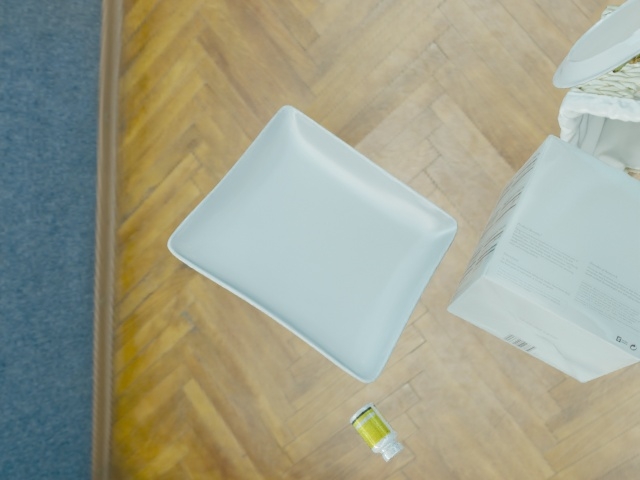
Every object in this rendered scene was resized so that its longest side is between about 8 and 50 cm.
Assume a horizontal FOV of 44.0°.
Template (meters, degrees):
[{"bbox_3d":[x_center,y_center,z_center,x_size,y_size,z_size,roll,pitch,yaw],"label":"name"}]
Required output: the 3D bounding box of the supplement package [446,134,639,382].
[{"bbox_3d":[0.293,0.026,0.945,0.194,0.149,0.203,29,69,2],"label":"supplement package"}]

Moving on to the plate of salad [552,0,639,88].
[{"bbox_3d":[0.365,-0.238,0.934,0.200,0.199,0.048,-34,106,26],"label":"plate of salad"}]

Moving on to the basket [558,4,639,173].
[{"bbox_3d":[0.658,-0.246,1.529,0.329,0.331,0.266,14,71,23],"label":"basket"}]

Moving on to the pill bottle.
[{"bbox_3d":[0.120,0.403,1.662,0.116,0.065,0.065,49,114,21],"label":"pill bottle"}]

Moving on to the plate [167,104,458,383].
[{"bbox_3d":[0.000,0.000,0.954,0.278,0.277,0.045,34,144,0],"label":"plate"}]
